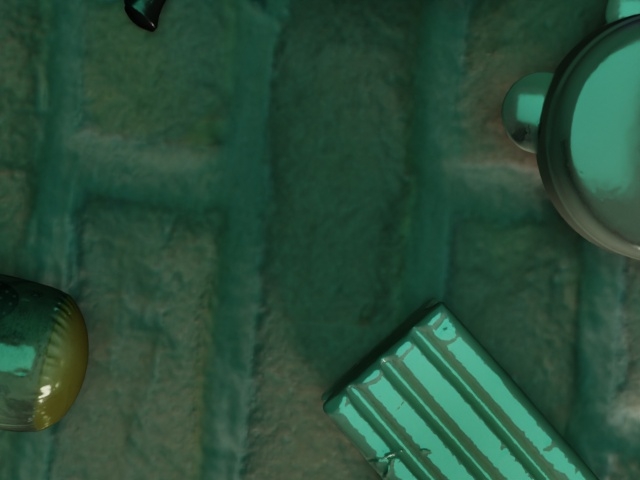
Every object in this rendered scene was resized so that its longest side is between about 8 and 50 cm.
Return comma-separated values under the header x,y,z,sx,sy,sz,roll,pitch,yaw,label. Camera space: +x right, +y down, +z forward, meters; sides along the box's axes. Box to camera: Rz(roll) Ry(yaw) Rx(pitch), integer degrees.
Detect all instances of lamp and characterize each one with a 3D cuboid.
x,y,z,sx,sy,sz,roll,pitch,yaw,label
0.259,-0.058,1.023,0.179,0.108,0.246,-43,93,4,lamp

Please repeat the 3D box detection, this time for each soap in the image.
x,y,z,sx,sy,sz,roll,pitch,yaw,label
0.108,0.154,1.041,0.119,0.066,0.198,-41,91,1,soap

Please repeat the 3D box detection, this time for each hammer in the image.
x,y,z,sx,sy,sz,roll,pitch,yaw,label
-0.287,0.166,1.026,0.202,0.113,0.305,12,98,2,hammer

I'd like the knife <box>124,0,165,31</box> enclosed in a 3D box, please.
x,y,z,sx,sy,sz,roll,pitch,yaw,label
-0.061,-0.248,1.061,0.060,0.028,0.230,36,87,-13,knife
